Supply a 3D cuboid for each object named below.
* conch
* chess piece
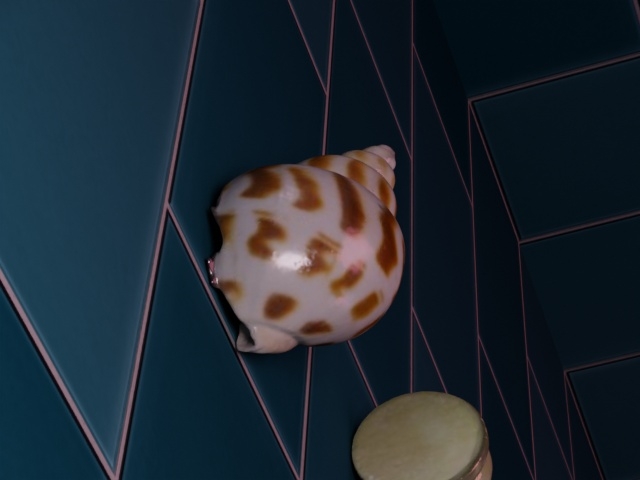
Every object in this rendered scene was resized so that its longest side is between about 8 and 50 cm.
[{"bbox_3d":[0.000,0.000,1.760,0.275,0.148,0.183,-80,157,-55],"label":"conch"},{"bbox_3d":[0.129,0.296,2.047,0.144,0.144,0.251,-89,166,-49],"label":"chess piece"}]
